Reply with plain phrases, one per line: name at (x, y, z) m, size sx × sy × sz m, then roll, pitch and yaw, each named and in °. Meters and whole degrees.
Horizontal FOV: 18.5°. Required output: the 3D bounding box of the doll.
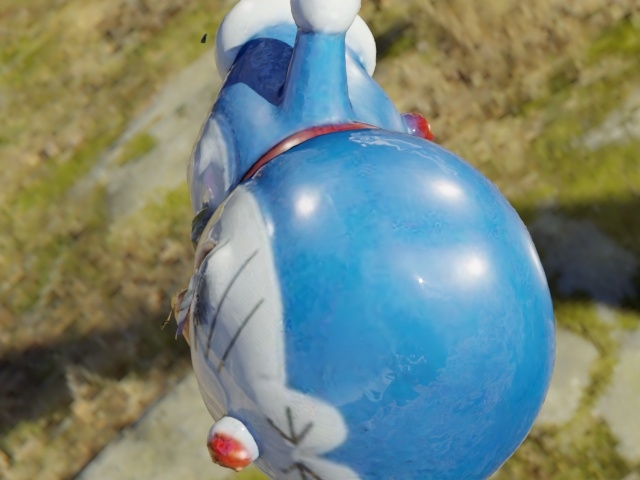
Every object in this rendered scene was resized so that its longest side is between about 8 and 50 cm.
doll at (0.000, 0.000, 0.855) m, size 0.161 × 0.215 × 0.257 m, roll -9°, pitch 36°, yaw -15°
